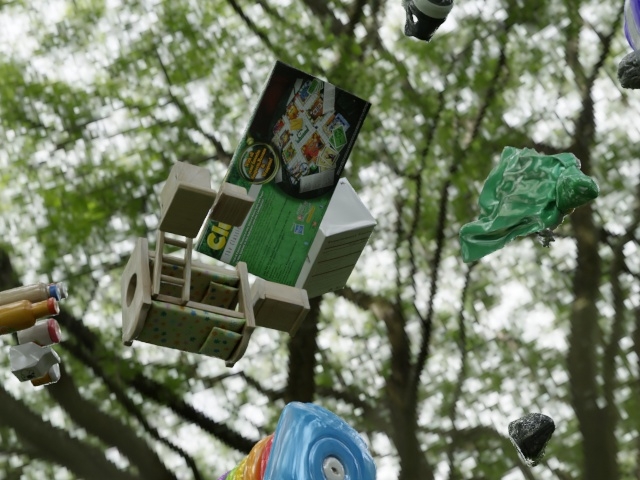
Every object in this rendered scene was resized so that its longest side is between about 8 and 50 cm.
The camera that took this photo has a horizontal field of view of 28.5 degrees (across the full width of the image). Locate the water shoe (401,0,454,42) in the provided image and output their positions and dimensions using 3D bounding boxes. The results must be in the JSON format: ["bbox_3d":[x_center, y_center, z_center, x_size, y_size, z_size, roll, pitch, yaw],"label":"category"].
[{"bbox_3d":[0.126,-0.334,1.624,0.073,0.203,0.080,18,-51,-12],"label":"water shoe"}]

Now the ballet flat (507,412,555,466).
[{"bbox_3d":[0.241,0.222,1.414,0.049,0.057,0.173,-31,-10,2],"label":"ballet flat"}]

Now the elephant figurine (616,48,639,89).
[{"bbox_3d":[0.446,-0.208,1.277,0.239,0.169,0.186,12,-84,-46],"label":"elephant figurine"}]

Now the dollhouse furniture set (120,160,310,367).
[{"bbox_3d":[-0.073,0.034,1.167,0.182,0.101,0.161,14,-53,-21],"label":"dollhouse furniture set"}]

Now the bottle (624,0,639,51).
[{"bbox_3d":[0.460,-0.300,1.698,0.092,0.118,0.283,-13,-4,11],"label":"bottle"}]

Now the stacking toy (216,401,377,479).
[{"bbox_3d":[-0.081,0.351,1.678,0.175,0.165,0.302,40,-48,-23],"label":"stacking toy"}]

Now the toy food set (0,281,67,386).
[{"bbox_3d":[-0.399,0.125,1.802,0.104,0.111,0.232,-15,-32,2],"label":"toy food set"}]

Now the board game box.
[{"bbox_3d":[-0.047,-0.080,1.576,0.136,0.030,0.259,24,-93,-15],"label":"board game box"}]

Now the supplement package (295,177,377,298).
[{"bbox_3d":[0.000,0.000,2.064,0.105,0.105,0.179,-15,-32,-31],"label":"supplement package"}]

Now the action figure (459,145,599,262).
[{"bbox_3d":[0.216,-0.041,1.260,0.063,0.137,0.232,18,-7,-11],"label":"action figure"}]
